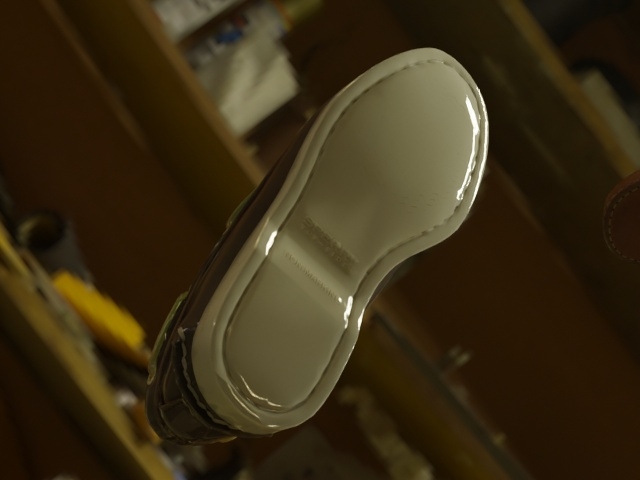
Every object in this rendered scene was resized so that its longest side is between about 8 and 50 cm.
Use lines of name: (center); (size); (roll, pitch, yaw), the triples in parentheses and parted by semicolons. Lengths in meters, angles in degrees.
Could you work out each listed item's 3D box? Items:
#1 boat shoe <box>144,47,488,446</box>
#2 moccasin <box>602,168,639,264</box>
boat shoe: (0.000, 0.000, 1.159); (0.116, 0.324, 0.097); (46, -40, -15)
moccasin: (0.429, 0.001, 1.628); (0.380, 0.147, 0.139); (10, -61, 19)
